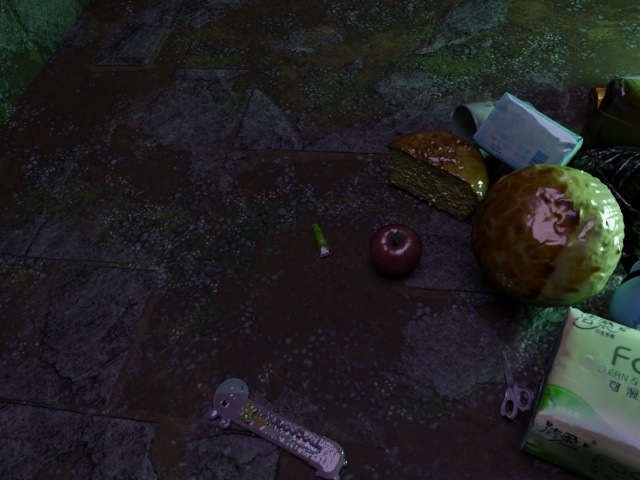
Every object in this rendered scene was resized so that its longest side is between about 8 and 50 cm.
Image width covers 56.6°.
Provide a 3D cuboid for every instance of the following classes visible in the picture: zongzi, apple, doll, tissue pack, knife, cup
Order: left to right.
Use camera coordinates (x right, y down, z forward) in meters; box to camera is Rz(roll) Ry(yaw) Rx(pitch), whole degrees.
[{"bbox_3d":[-0.110,0.468,1.485,0.398,0.038,0.132,22,62,22],"label":"knife"},{"bbox_3d":[0.216,0.030,1.719,0.153,0.120,0.154,-4,58,7],"label":"apple"},{"bbox_3d":[0.561,-0.381,1.966,0.233,0.187,0.258,-13,24,-12],"label":"cup"},{"bbox_3d":[0.600,-0.287,1.733,0.263,0.089,0.177,41,107,23],"label":"tissue pack"},{"bbox_3d":[0.904,-0.296,1.773,0.145,0.300,0.274,5,46,-26],"label":"zongzi"},{"bbox_3d":[0.700,0.380,1.325,0.404,0.205,0.332,19,54,21],"label":"tissue pack"},{"bbox_3d":[0.867,-0.169,1.630,0.318,0.362,0.384,4,49,-11],"label":"zongzi"},{"bbox_3d":[0.819,0.139,1.483,0.141,0.177,0.314,45,42,10],"label":"doll"}]

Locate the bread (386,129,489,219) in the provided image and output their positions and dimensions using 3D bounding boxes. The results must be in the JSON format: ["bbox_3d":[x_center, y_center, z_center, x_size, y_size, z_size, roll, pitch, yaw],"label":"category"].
[{"bbox_3d":[0.384,-0.223,1.847,0.340,0.194,0.179,31,57,26],"label":"bread"}]

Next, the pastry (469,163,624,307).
[{"bbox_3d":[0.563,-0.012,1.530,0.312,0.389,0.389,-7,47,-30],"label":"pastry"}]

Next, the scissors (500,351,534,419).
[{"bbox_3d":[0.474,0.352,1.477,0.015,0.100,0.189,29,35,-22],"label":"scissors"}]

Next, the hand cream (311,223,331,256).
[{"bbox_3d":[0.000,0.000,1.835,0.036,0.023,0.122,-15,56,-8],"label":"hand cream"}]

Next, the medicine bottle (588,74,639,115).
[{"bbox_3d":[1.040,-0.462,1.945,0.288,0.157,0.157,-3,53,7],"label":"medicine bottle"}]
